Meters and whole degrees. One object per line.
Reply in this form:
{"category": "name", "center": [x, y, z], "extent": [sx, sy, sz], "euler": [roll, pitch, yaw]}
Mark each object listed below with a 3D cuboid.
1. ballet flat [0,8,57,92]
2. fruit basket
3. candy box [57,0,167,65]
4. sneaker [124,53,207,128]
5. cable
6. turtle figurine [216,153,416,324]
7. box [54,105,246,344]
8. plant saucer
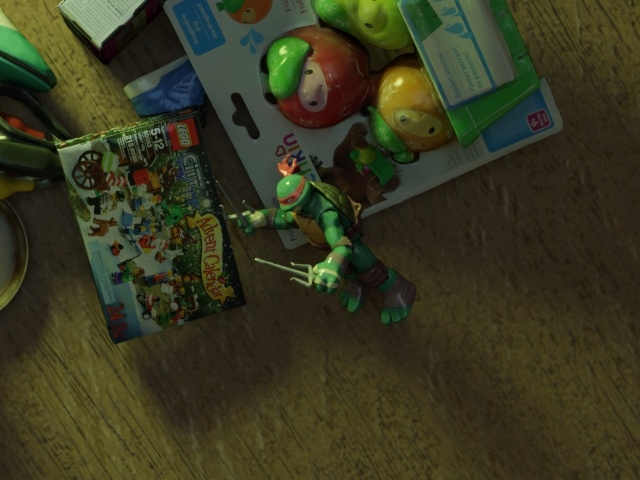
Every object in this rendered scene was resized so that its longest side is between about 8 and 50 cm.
{"category": "ballet flat", "center": [-0.408, -0.240, 1.767], "extent": [0.247, 0.083, 0.087], "euler": [15, 72, -6]}
{"category": "fruit basket", "center": [0.052, -0.189, 1.742], "extent": [0.353, 0.165, 0.327], "euler": [-25, 108, 4]}
{"category": "candy box", "center": [-0.182, -0.305, 1.742], "extent": [0.233, 0.159, 0.071], "euler": [-44, 94, -4]}
{"category": "sneaker", "center": [-0.138, -0.173, 1.796], "extent": [0.152, 0.058, 0.085], "euler": [-29, 95, -7]}
{"category": "cable", "center": [-0.292, -0.089, 1.791], "extent": [0.287, 0.072, 0.140], "euler": [14, 73, -20]}
{"category": "turtle figurine", "center": [0.000, 0.000, 1.725], "extent": [0.118, 0.175, 0.234], "euler": [-47, 125, 2]}
{"category": "box", "center": [-0.188, -0.017, 1.760], "extent": [0.159, 0.044, 0.233], "euler": [-17, 107, -9]}
{"category": "plant saucer", "center": [-0.414, 0.014, 1.788], "extent": [0.168, 0.029, 0.169], "euler": [0, 89, -3]}
